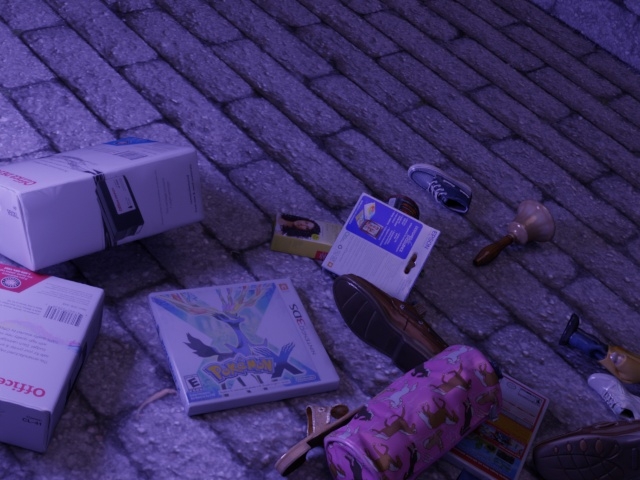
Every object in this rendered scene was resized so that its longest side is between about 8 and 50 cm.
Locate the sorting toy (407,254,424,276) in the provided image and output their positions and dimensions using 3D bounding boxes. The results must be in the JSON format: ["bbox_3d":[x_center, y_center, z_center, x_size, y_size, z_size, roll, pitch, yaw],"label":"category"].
[{"bbox_3d":[0.230,0.056,2.182,0.083,0.012,0.062,38,43,21],"label":"sorting toy"}]

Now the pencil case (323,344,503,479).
[{"bbox_3d":[0.183,0.350,1.697,0.386,0.160,0.167,-29,20,-33],"label":"pencil case"}]

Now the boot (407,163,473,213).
[{"bbox_3d":[0.320,-0.140,2.392,0.190,0.069,0.086,22,37,0],"label":"boot"}]

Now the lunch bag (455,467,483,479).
[{"bbox_3d":[0.274,0.488,1.673,0.065,0.067,0.098,28,42,11],"label":"lunch bag"}]

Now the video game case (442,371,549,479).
[{"bbox_3d":[0.348,0.376,1.861,0.204,0.025,0.285,30,41,11],"label":"video game case"}]

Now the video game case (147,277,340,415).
[{"bbox_3d":[-0.160,0.207,1.839,0.329,0.036,0.300,-6,46,-26],"label":"video game case"}]

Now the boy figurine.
[{"bbox_3d":[0.687,0.269,2.033,0.285,0.092,0.177,26,4,18],"label":"boy figurine"}]

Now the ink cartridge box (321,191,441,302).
[{"bbox_3d":[0.140,0.024,2.049,0.208,0.045,0.206,27,76,10],"label":"ink cartridge box"}]

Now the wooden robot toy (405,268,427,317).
[{"bbox_3d":[0.185,0.103,2.060,0.076,0.079,0.173,-11,48,-31],"label":"wooden robot toy"}]

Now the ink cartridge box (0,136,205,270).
[{"bbox_3d":[-0.487,-0.090,1.860,0.395,0.166,0.285,-19,22,-36],"label":"ink cartridge box"}]

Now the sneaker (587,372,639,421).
[{"bbox_3d":[0.663,0.353,1.991,0.152,0.054,0.061,35,45,17],"label":"sneaker"}]

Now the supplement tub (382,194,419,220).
[{"bbox_3d":[0.178,-0.019,2.174,0.106,0.106,0.198,20,40,1],"label":"supplement tub"}]

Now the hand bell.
[{"bbox_3d":[0.479,0.002,2.297,0.242,0.126,0.126,-31,60,-28],"label":"hand bell"}]

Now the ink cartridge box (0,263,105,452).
[{"bbox_3d":[-0.547,0.203,1.617,0.226,0.131,0.306,16,41,-4],"label":"ink cartridge box"}]

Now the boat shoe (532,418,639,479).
[{"bbox_3d":[0.584,0.435,1.839,0.324,0.123,0.116,-1,10,-11],"label":"boat shoe"}]

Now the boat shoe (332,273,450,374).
[{"bbox_3d":[0.157,0.183,1.950,0.307,0.111,0.104,46,42,15],"label":"boat shoe"}]

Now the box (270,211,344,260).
[{"bbox_3d":[0.000,0.000,2.119,0.232,0.058,0.087,11,41,-11],"label":"box"}]

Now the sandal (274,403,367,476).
[{"bbox_3d":[-0.008,0.350,1.701,0.240,0.088,0.079,-29,64,-36],"label":"sandal"}]
